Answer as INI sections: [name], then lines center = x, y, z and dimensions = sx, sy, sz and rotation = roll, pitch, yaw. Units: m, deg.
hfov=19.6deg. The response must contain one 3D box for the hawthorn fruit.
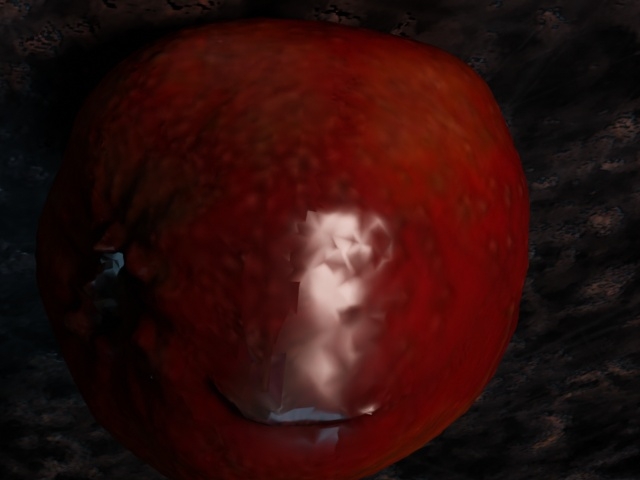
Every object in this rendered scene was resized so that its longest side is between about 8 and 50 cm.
[hawthorn fruit]
center = 0.000, 0.000, 1.040
dimensions = 0.307, 0.265, 0.265
rotation = -16, 154, -34
